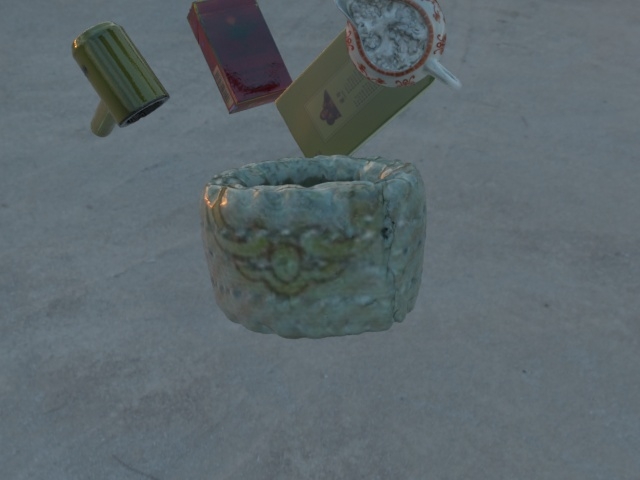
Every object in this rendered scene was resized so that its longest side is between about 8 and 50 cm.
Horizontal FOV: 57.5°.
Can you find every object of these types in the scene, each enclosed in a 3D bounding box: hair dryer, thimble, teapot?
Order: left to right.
[{"bbox_3d":[-0.348,-0.238,0.959,0.090,0.135,0.278,-40,12,-28],"label":"hair dryer"},{"bbox_3d":[0.000,0.000,0.759,0.291,0.195,0.291,-3,18,1],"label":"thimble"},{"bbox_3d":[0.132,-0.324,0.944,0.245,0.159,0.116,33,14,2],"label":"teapot"}]

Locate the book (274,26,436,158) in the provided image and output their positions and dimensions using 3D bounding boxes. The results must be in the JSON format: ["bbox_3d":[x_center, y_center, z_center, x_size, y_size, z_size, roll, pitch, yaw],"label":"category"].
[{"bbox_3d":[0.064,-0.331,1.284,0.035,0.352,0.239,-6,62,-55],"label":"book"}]

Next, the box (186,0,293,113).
[{"bbox_3d":[-0.229,-0.542,1.681,0.197,0.089,0.313,-23,89,-26],"label":"box"}]
